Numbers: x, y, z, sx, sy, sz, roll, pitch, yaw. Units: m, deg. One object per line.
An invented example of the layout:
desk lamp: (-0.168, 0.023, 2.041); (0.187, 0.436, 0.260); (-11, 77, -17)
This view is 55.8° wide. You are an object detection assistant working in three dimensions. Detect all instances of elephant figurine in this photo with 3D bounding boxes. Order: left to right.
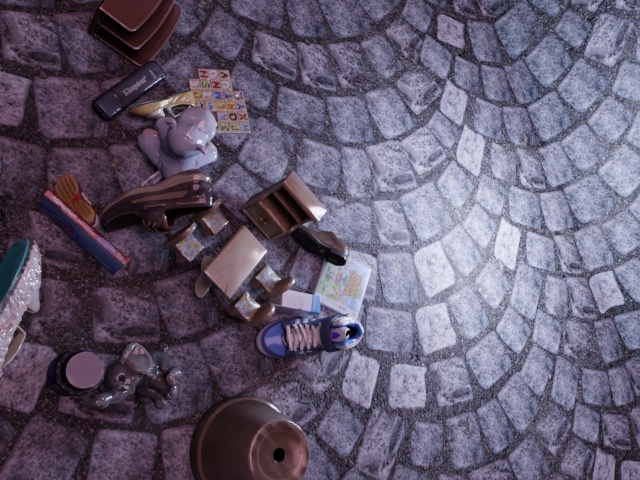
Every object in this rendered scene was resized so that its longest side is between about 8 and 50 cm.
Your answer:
elephant figurine: (-0.516, 0.365, 1.658); (0.239, 0.186, 0.169); (25, 85, -41)

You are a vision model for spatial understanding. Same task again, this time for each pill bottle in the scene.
pill bottle: (-0.634, 0.343, 1.575); (0.123, 0.219, 0.122); (9, 72, -29)

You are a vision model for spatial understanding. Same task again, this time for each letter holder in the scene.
letter holder: (-0.569, -0.747, 1.964); (0.214, 0.152, 0.301); (34, 61, -21)

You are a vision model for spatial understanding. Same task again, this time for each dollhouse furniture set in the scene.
dollhouse furniture set: (-0.198, -0.001, 1.878); (0.362, 0.256, 0.394); (49, 49, -16)

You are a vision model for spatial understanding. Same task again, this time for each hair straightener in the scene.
hair straightener: (-0.885, -0.119, 1.655); (0.089, 0.047, 0.230); (5, 74, -30)

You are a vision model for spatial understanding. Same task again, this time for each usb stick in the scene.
usb stick: (-0.608, -0.481, 1.927); (0.077, 0.045, 0.278); (47, 58, -12)

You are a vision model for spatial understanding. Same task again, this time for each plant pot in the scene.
plant pot: (-0.178, 0.609, 1.744); (0.323, 0.280, 0.323); (10, 70, -29)

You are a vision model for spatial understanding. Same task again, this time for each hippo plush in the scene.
hippo plush: (-0.441, -0.306, 1.840); (0.234, 0.236, 0.294); (35, 58, -3)

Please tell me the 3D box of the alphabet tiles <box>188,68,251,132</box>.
alphabet tiles: (-0.353, -0.486, 2.105); (0.198, 0.009, 0.237); (-7, 81, -32)

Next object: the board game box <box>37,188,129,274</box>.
board game box: (-0.668, -0.019, 1.701); (0.281, 0.145, 0.027); (45, 57, -13)

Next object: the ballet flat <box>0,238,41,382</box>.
ballet flat: (-0.820, 0.198, 1.578); (0.147, 0.147, 0.408); (28, 67, -22)

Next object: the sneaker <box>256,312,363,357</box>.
sneaker: (-0.019, 0.302, 1.950); (0.323, 0.236, 0.130); (1, 76, -31)

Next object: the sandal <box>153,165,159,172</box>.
sandal: (-0.450, -0.209, 1.956); (0.179, 0.040, 0.067); (19, 61, -10)

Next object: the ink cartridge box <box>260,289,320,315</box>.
ink cartridge box: (-0.103, 0.205, 2.005); (0.181, 0.104, 0.061); (14, 69, -28)

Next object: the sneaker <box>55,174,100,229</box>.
sneaker: (-0.705, -0.107, 1.758); (0.070, 0.084, 0.185); (-31, 69, -9)

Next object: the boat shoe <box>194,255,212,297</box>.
boat shoe: (-0.363, 0.118, 1.909); (0.049, 0.043, 0.137); (4, 70, 6)

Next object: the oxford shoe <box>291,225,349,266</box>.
oxford shoe: (0.000, 0.000, 2.140); (0.227, 0.083, 0.096); (31, 51, -9)

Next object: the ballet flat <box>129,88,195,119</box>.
ballet flat: (-0.503, -0.430, 1.960); (0.232, 0.080, 0.073); (-29, 103, -33)

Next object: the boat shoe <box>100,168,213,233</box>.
boat shoe: (-0.473, -0.090, 1.748); (0.132, 0.356, 0.130); (32, 39, -71)

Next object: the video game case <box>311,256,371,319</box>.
video game case: (0.078, 0.157, 2.178); (0.193, 0.023, 0.212); (29, 63, -22)
